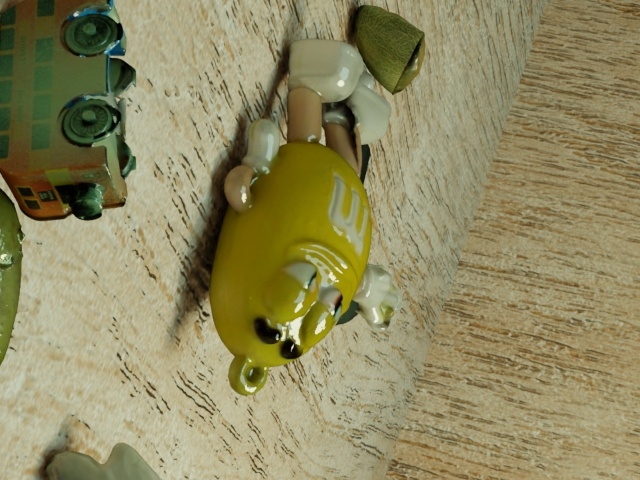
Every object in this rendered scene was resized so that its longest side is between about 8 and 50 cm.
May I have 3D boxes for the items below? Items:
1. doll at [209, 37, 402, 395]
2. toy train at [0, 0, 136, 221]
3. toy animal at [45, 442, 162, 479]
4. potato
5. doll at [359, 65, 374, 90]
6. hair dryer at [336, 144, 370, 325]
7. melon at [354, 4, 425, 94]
[{"bbox_3d":[-0.006,-0.036,1.818,0.348,0.161,0.423,-4,91,-52],"label":"doll"},{"bbox_3d":[-0.190,-0.101,1.097,0.072,0.099,0.188,84,3,-60],"label":"toy train"},{"bbox_3d":[-0.235,0.379,1.490,0.266,0.308,0.188,-30,176,-29],"label":"toy animal"},{"bbox_3d":[-0.273,0.041,1.080,0.105,0.085,0.188,13,91,-54],"label":"potato"},{"bbox_3d":[0.051,-0.193,2.093,0.162,0.062,0.106,56,44,-71],"label":"doll"},{"bbox_3d":[0.024,-0.065,2.105,0.244,0.116,0.302,90,10,-50],"label":"hair dryer"},{"bbox_3d":[0.087,-0.268,2.069,0.079,0.128,0.160,-50,176,-5],"label":"melon"}]
